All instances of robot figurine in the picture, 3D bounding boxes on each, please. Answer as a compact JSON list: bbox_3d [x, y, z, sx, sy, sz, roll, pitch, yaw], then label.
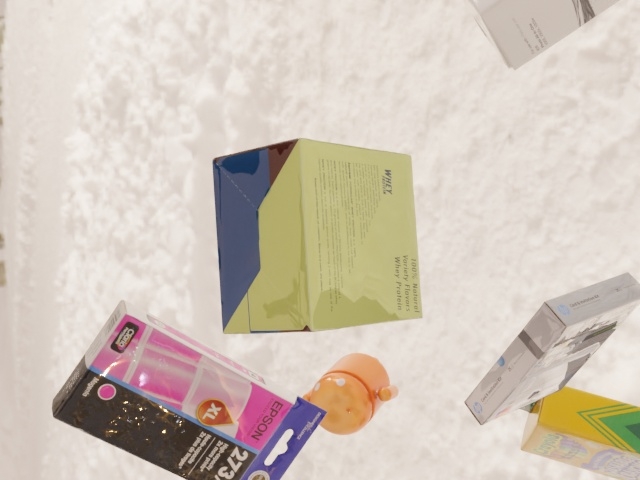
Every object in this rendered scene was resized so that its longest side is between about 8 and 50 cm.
[{"bbox_3d":[0.060,0.297,1.588,0.158,0.219,0.128,30,113,14],"label":"robot figurine"}]

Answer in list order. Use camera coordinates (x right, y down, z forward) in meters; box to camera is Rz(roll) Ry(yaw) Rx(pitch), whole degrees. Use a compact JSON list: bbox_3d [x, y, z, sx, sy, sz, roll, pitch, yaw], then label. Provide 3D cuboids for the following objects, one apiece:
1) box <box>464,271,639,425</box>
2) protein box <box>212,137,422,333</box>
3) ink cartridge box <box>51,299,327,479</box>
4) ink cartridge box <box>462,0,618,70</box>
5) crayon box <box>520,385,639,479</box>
[{"bbox_3d":[0.258,0.121,0.902,0.038,0.145,0.186,54,140,30],"label":"box"},{"bbox_3d":[0.000,0.000,0.933,0.136,0.201,0.199,-6,86,41],"label":"protein box"},{"bbox_3d":[-0.172,0.248,1.167,0.175,0.371,0.069,-55,25,4],"label":"ink cartridge box"},{"bbox_3d":[0.346,-0.413,1.192,0.289,0.121,0.211,-34,37,15],"label":"ink cartridge box"},{"bbox_3d":[0.477,0.338,1.420,0.203,0.323,0.083,80,-152,-63],"label":"crayon box"}]
